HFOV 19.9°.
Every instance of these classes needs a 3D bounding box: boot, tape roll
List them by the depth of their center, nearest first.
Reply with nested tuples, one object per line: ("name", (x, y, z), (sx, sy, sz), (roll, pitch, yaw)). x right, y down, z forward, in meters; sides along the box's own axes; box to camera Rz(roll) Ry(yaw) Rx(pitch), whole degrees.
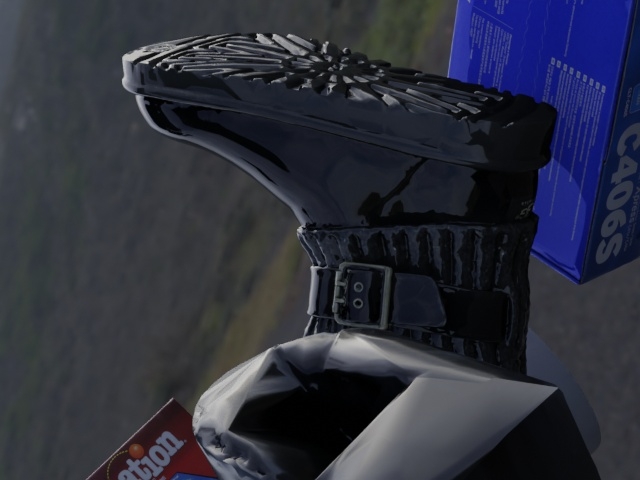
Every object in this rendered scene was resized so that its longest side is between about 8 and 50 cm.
("boot", (0.055, 0.246, 0.958), (0.367, 0.445, 0.146), (-6, 39, 43))
("boot", (-0.001, 0.001, 1.322), (0.131, 0.348, 0.260), (-26, -52, -56))
("tape roll", (0.186, 0.156, 1.885), (0.072, 0.219, 0.219), (-40, -6, -17))

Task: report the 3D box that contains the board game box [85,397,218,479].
("board game box", (-0.206, 0.313, 2.032), (0.281, 0.145, 0.027), (-44, -4, -36))

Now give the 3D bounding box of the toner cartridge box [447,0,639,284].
("toner cartridge box", (0.180, -0.157, 1.321), (0.075, 0.165, 0.347), (-23, -47, -36))
